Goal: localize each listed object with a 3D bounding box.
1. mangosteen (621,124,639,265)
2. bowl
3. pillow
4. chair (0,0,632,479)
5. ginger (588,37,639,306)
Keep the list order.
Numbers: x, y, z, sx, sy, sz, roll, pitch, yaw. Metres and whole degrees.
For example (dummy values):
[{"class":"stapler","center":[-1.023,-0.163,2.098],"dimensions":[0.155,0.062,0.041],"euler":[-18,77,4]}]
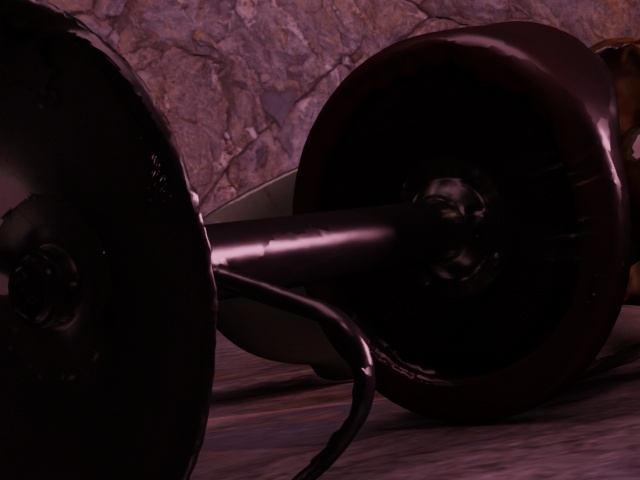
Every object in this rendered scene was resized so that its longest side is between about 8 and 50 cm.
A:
[{"class":"mangosteen","center":[0.275,-0.036,0.805],"dimensions":[0.265,0.228,0.228],"euler":[-24,-5,21]},{"class":"bowl","center":[0.031,0.021,1.110],"dimensions":[0.289,0.146,0.289],"euler":[-21,14,6]},{"class":"pillow","center":[0.154,0.070,0.871],"dimensions":[0.131,0.038,0.233],"euler":[-6,3,38]},{"class":"chair","center":[0.000,0.000,0.654],"dimensions":[0.226,0.226,0.401],"euler":[-9,1,39]},{"class":"ginger","center":[0.315,-0.070,1.293],"dimensions":[0.200,0.269,0.223],"euler":[-19,9,14]}]
